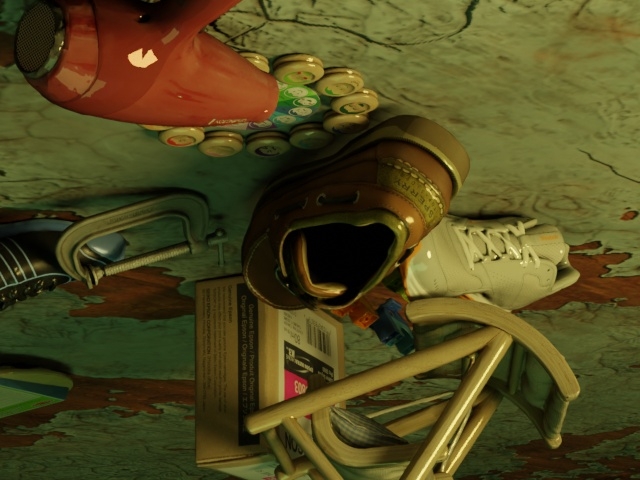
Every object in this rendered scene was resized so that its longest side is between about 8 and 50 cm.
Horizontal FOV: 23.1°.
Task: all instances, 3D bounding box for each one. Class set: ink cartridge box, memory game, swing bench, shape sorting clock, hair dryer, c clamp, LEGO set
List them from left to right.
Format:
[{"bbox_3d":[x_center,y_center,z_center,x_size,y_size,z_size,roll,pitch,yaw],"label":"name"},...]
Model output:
[{"bbox_3d":[-0.409,0.184,1.930,0.206,0.040,0.206,-6,160,-2],"label":"shape sorting clock"},{"bbox_3d":[-0.156,0.007,1.388,0.161,0.022,0.137,-14,149,-15],"label":"c clamp"},{"bbox_3d":[-0.081,-0.133,0.957,0.224,0.080,0.293,-5,162,6],"label":"hair dryer"},{"bbox_3d":[-0.049,-0.098,1.175,0.186,0.012,0.186,-3,162,-1],"label":"memory game"},{"bbox_3d":[-0.049,0.158,1.664,0.088,0.193,0.235,-9,161,19],"label":"ink cartridge box"},{"bbox_3d":[0.050,0.034,1.491,0.087,0.093,0.227,-39,142,14],"label":"LEGO set"},{"bbox_3d":[0.089,0.174,1.432,0.255,0.165,0.253,-37,163,-8],"label":"swing bench"}]

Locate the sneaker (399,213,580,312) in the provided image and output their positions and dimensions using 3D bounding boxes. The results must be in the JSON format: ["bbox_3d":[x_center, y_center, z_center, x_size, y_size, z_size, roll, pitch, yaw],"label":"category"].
[{"bbox_3d":[0.153,0.008,1.426,0.121,0.099,0.262,-20,164,24],"label":"sneaker"}]

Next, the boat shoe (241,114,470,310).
[{"bbox_3d":[0.000,0.000,1.276,0.111,0.104,0.307,35,148,-8],"label":"boat shoe"}]

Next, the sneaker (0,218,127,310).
[{"bbox_3d":[-0.291,0.033,1.409,0.232,0.090,0.081,1,161,-11],"label":"sneaker"}]
